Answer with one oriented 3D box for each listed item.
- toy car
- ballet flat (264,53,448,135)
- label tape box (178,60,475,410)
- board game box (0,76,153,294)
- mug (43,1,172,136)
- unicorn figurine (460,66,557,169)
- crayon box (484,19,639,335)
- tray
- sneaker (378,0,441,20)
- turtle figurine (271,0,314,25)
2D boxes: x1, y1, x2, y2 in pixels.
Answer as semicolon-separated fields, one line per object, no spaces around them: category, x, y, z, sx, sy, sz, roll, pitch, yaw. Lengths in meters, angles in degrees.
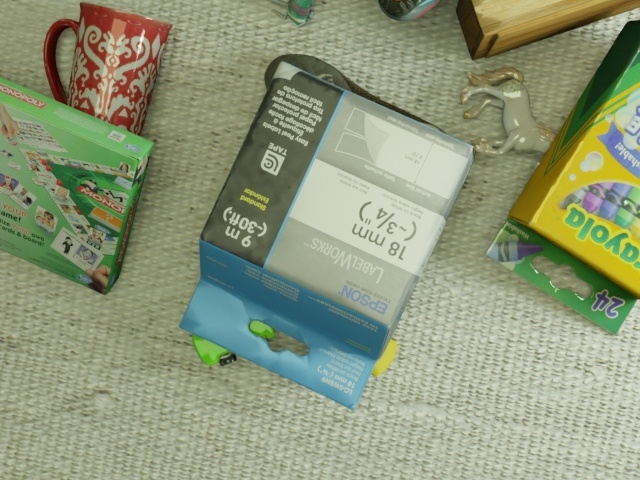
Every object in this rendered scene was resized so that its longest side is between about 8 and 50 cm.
toy car;-0.047;0.083;1.479;0.225;0.053;0.239;-25;88;4
ballet flat;0.047;-0.151;1.477;0.250;0.058;0.084;25;93;8
label tape box;0.000;0.000;1.393;0.241;0.106;0.333;25;91;6
board game box;-0.370;-0.084;1.447;0.317;0.046;0.213;24;126;3
mug;-0.261;-0.193;1.481;0.113;0.150;0.169;8;96;-41
unicorn figurine;0.231;-0.135;1.457;0.111;0.060;0.161;-12;89;3
crayon box;0.365;-0.065;1.414;0.203;0.083;0.323;31;93;-13
tray;0.364;-0.309;1.377;0.411;0.203;0.076;-19;90;4
sneaker;0.148;-0.318;1.394;0.104;0.125;0.262;20;55;22
turtle figurine;-0.011;-0.344;1.450;0.234;0.118;0.175;3;96;-4
